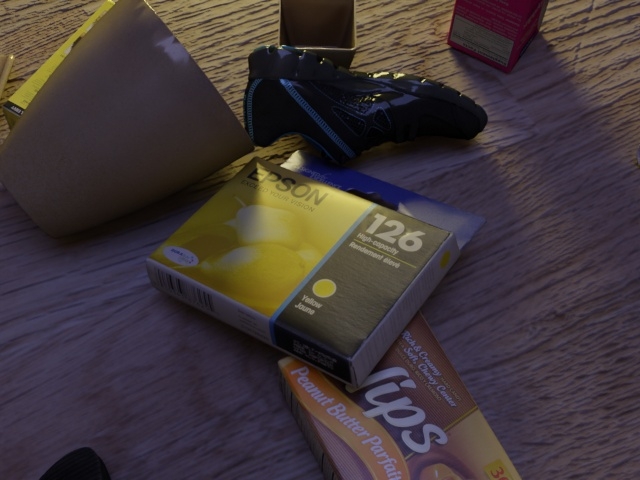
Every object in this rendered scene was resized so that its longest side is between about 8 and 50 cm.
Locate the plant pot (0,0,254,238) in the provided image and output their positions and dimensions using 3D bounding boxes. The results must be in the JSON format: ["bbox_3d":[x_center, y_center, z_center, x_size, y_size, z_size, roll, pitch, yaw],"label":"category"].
[{"bbox_3d":[-0.270,-0.135,1.293,0.274,0.256,0.256,-38,67,-3],"label":"plant pot"}]

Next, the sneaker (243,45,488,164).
[{"bbox_3d":[0.059,-0.168,1.387,0.341,0.125,0.139,9,93,-10],"label":"sneaker"}]

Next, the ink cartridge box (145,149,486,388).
[{"bbox_3d":[0.000,0.000,1.244,0.304,0.072,0.307,22,55,27],"label":"ink cartridge box"}]

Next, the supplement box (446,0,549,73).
[{"bbox_3d":[0.265,-0.363,1.439,0.114,0.220,0.111,30,63,13],"label":"supplement box"}]

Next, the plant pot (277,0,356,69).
[{"bbox_3d":[-0.005,-0.284,1.452,0.109,0.096,0.109,1,59,-1],"label":"plant pot"}]

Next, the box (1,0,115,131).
[{"bbox_3d":[-0.343,-0.228,1.415,0.058,0.087,0.232,29,62,12],"label":"box"}]

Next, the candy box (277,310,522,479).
[{"bbox_3d":[0.099,0.245,1.149,0.183,0.087,0.316,-23,62,-14],"label":"candy box"}]

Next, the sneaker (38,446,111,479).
[{"bbox_3d":[-0.232,0.370,1.062,0.122,0.146,0.330,-33,40,8],"label":"sneaker"}]

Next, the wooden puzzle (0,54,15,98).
[{"bbox_3d":[-0.562,-0.177,1.405,0.239,0.044,0.220,5,60,6],"label":"wooden puzzle"}]

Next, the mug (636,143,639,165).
[{"bbox_3d":[0.485,-0.121,1.406,0.062,0.078,0.064,15,44,45],"label":"mug"}]
